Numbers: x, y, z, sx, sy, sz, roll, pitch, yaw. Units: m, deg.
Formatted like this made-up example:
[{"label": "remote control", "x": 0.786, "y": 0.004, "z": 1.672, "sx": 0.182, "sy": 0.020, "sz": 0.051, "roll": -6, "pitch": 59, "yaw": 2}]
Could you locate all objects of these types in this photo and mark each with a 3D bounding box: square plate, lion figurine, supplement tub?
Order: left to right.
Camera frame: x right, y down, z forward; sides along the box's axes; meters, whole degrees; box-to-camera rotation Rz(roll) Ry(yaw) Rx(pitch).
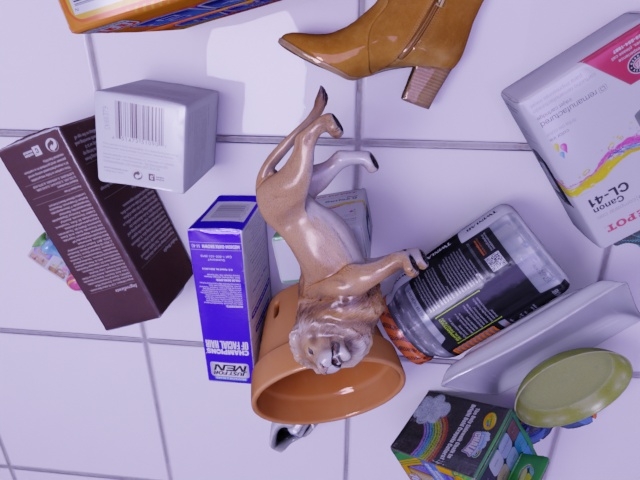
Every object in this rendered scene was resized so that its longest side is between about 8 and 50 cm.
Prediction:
[{"label": "lion figurine", "x": 0.000, "y": 0.000, "z": 0.713, "sx": 0.240, "sy": 0.142, "sz": 0.392, "roll": -25, "pitch": 91, "yaw": 23}, {"label": "supplement tub", "x": 0.276, "y": 0.092, "z": 0.903, "sx": 0.316, "sy": 0.193, "sz": 0.193, "roll": -38, "pitch": 105, "yaw": 20}, {"label": "square plate", "x": 0.432, "y": 0.197, "z": 0.925, "sx": 0.347, "sy": 0.049, "sz": 0.344, "roll": -38, "pitch": 143, "yaw": 20}]

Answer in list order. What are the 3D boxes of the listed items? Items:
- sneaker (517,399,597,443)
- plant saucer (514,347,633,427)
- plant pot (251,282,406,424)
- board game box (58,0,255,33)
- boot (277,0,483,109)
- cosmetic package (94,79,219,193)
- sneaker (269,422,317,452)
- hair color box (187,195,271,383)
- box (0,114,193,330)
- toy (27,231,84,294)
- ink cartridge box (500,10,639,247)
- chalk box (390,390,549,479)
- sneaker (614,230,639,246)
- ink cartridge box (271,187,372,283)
[{"label": "sneaker", "x": 0.500, "y": 0.389, "z": 1.084, "sx": 0.221, "sy": 0.083, "sz": 0.087, "roll": -26, "pitch": 101, "yaw": 8}, {"label": "plant saucer", "x": 0.504, "y": 0.294, "z": 0.969, "sx": 0.241, "sy": 0.037, "sz": 0.240, "roll": -4, "pitch": 127, "yaw": -6}, {"label": "plant pot", "x": 0.003, "y": 0.214, "z": 0.948, "sx": 0.291, "sy": 0.203, "sz": 0.290, "roll": -7, "pitch": 140, "yaw": -6}, {"label": "board game box", "x": -0.136, "y": -0.492, "z": 0.594, "sx": 0.357, "sy": 0.356, "sz": 0.356, "roll": -10, "pitch": 113, "yaw": 11}, {"label": "boot", "x": 0.098, "y": -0.361, "z": 0.778, "sx": 0.295, "sy": 0.104, "sz": 0.211, "roll": 18, "pitch": 110, "yaw": -7}, {"label": "cosmetic package", "x": -0.281, "y": -0.190, "z": 0.845, "sx": 0.151, "sy": 0.183, "sz": 0.151, "roll": 10, "pitch": 115, "yaw": 2}, {"label": "sneaker", "x": -0.018, "y": 0.385, "z": 1.108, "sx": 0.111, "sy": 0.129, "sz": 0.297, "roll": 34, "pitch": 113, "yaw": -7}, {"label": "hair color box", "x": -0.170, "y": 0.097, "z": 0.963, "sx": 0.110, "sy": 0.185, "sz": 0.338, "roll": 1, "pitch": 114, "yaw": 7}, {"label": "box", "x": -0.409, "y": -0.040, "z": 0.928, "sx": 0.143, "sy": 0.191, "sz": 0.381, "roll": -17, "pitch": 110, "yaw": 14}, {"label": "toy", "x": -0.535, "y": 0.072, "z": 1.066, "sx": 0.237, "sy": 0.056, "sz": 0.137, "roll": 40, "pitch": 114, "yaw": -11}, {"label": "ink cartridge box", "x": 0.483, "y": -0.176, "z": 0.791, "sx": 0.226, "sy": 0.131, "sz": 0.306, "roll": -33, "pitch": 106, "yaw": 19}, {"label": "chalk box", "x": 0.333, "y": 0.464, "z": 1.001, "sx": 0.289, "sy": 0.180, "sz": 0.179, "roll": -5, "pitch": 122, "yaw": 53}, {"label": "sneaker", "x": 0.623, "y": -0.020, "z": 0.892, "sx": 0.167, "sy": 0.065, "sz": 0.076, "roll": 4, "pitch": 131, "yaw": 8}, {"label": "ink cartridge box", "x": 0.012, "y": -0.015, "z": 0.876, "sx": 0.155, "sy": 0.212, "sz": 0.093, "roll": -8, "pitch": 110, "yaw": 11}]
